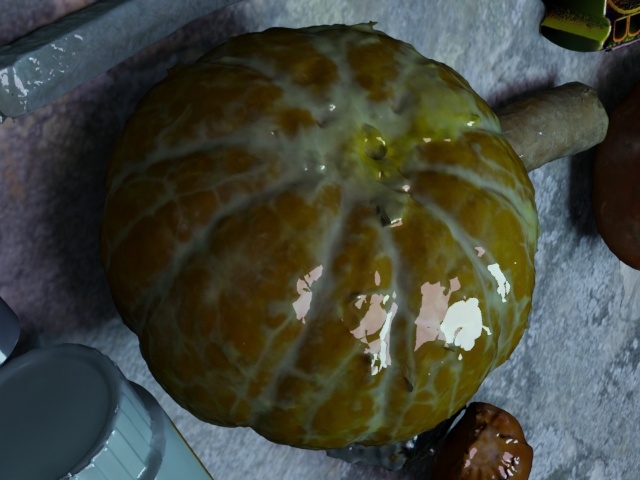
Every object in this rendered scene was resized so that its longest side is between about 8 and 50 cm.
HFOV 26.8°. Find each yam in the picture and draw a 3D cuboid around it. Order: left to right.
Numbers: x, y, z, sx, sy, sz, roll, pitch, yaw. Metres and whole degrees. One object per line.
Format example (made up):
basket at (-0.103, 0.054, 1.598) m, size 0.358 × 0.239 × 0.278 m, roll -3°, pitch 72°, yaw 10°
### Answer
yam at (0.173, -0.094, 1.345) m, size 0.357 × 0.081 × 0.081 m, roll -21°, pitch 121°, yaw -46°

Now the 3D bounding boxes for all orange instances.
orange at (0.000, 0.000, 0.989) m, size 0.329 × 0.329 × 0.249 m, roll -47°, pitch 171°, yaw -27°

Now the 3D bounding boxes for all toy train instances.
toy train at (0.356, -0.304, 1.442) m, size 0.296 × 0.100 × 0.160 m, roll -23°, pitch 124°, yaw -34°

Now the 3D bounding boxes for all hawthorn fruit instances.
hawthorn fruit at (0.444, -0.093, 1.541) m, size 0.284 × 0.284 × 0.284 m, roll -24°, pitch 123°, yaw -43°

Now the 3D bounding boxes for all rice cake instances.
rice cake at (-0.144, -0.152, 0.964) m, size 0.245 × 0.042 × 0.045 m, roll -36°, pitch 126°, yaw -36°

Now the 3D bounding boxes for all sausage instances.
sausage at (0.162, 0.237, 1.375) m, size 0.102 × 0.102 × 0.330 m, roll -61°, pitch 170°, yaw -12°

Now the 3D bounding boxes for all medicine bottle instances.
medicine bottle at (-0.148, 0.225, 1.027) m, size 0.158 × 0.158 × 0.318 m, roll -50°, pitch 138°, yaw -24°

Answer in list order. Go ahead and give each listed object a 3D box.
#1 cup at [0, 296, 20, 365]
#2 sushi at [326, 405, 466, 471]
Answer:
cup at (-0.263, 0.054, 0.891) m, size 0.100 × 0.078 × 0.077 m, roll -30°, pitch 128°, yaw -1°
sushi at (0.061, 0.097, 1.245) m, size 0.126 × 0.136 × 0.225 m, roll -15°, pitch 112°, yaw -56°
